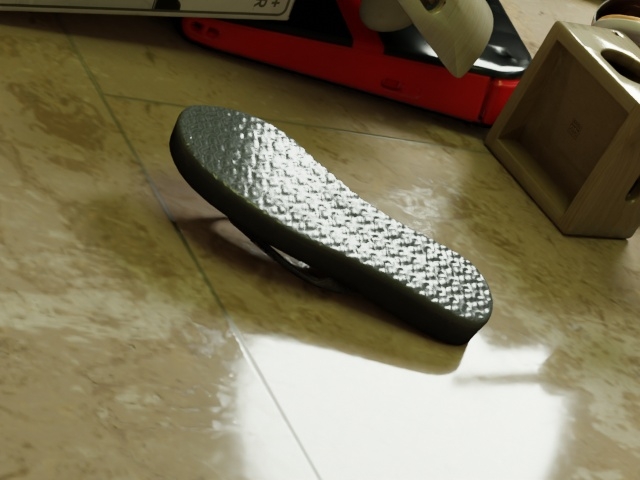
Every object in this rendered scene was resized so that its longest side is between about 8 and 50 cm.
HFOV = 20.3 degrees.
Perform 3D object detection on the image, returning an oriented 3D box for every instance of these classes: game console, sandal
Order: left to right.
[{"bbox_3d":[0.000,0.001,1.216,0.254,0.054,0.097,34,34,-11],"label":"sandal"},{"bbox_3d":[0.002,-0.243,1.610,0.342,0.060,0.387,9,33,-21],"label":"game console"},{"bbox_3d":[0.295,-0.188,1.633,0.102,0.076,0.265,14,-4,9],"label":"sandal"}]

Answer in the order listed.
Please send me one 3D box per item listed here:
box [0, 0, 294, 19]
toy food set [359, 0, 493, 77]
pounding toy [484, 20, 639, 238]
[{"bbox_3d":[-0.167,-0.250,1.374,0.289,0.087,0.169,-4,39,-32],"label":"box"},{"bbox_3d":[0.007,-0.281,1.471,0.220,0.092,0.306,46,5,-49],"label":"toy food set"},{"bbox_3d":[0.259,-0.086,1.439,0.094,0.181,0.206,3,38,-40],"label":"pounding toy"}]
